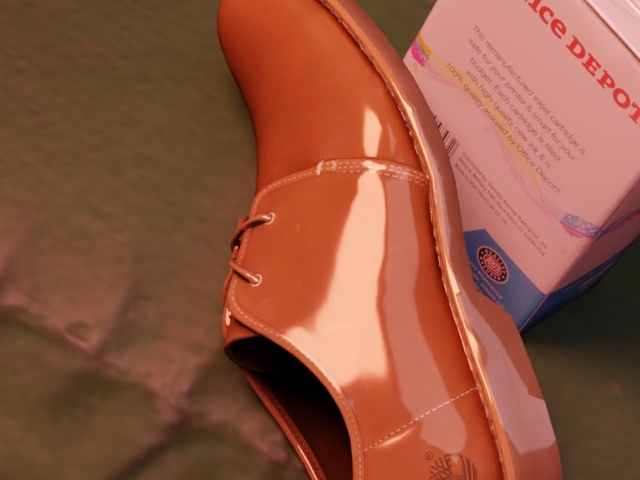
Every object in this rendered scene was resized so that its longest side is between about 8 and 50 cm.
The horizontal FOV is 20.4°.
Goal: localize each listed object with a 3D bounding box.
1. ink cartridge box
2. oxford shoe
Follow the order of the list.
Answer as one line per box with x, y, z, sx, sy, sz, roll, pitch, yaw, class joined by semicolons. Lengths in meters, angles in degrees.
0.074;-0.043;0.561;0.052;0.122;0.088;-27;70;-35;ink cartridge box
0.000;0.000;0.537;0.076;0.076;0.212;-12;61;-17;oxford shoe
